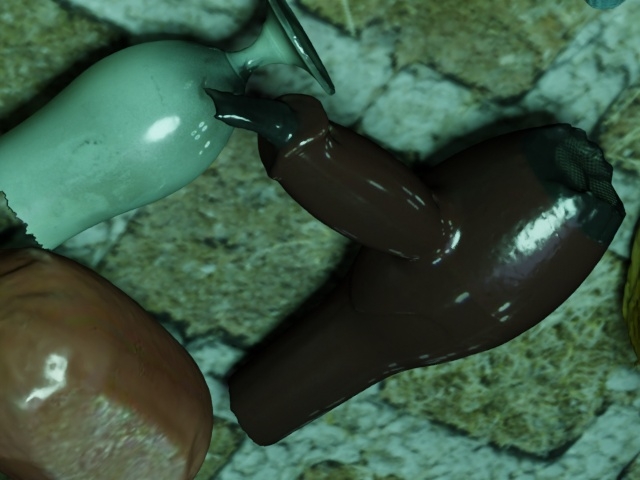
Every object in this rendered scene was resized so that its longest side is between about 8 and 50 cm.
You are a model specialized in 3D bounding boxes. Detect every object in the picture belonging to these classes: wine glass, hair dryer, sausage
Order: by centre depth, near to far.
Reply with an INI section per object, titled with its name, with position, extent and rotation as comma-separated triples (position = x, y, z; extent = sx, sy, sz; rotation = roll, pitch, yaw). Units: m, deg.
[wine glass]
position = -0.099, -0.075, 1.168
extent = 0.202, 0.093, 0.093
rotation = -32, 130, 7
[hair dryer]
position = 0.000, 0.000, 1.212
extent = 0.312, 0.123, 0.340
rotation = -33, 145, 21
[sausage]
position = -0.156, 0.095, 1.242
extent = 0.148, 0.148, 0.254
rotation = -36, 139, 12

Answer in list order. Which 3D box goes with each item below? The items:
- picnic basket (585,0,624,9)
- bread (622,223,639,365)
[picnic basket]
position = 0.176, -0.176, 1.194
extent = 0.083, 0.065, 0.083
rotation = -14, 147, -1
[bread]
position = 0.313, -0.019, 1.282
extent = 0.148, 0.195, 0.344
rotation = 1, 130, -11
